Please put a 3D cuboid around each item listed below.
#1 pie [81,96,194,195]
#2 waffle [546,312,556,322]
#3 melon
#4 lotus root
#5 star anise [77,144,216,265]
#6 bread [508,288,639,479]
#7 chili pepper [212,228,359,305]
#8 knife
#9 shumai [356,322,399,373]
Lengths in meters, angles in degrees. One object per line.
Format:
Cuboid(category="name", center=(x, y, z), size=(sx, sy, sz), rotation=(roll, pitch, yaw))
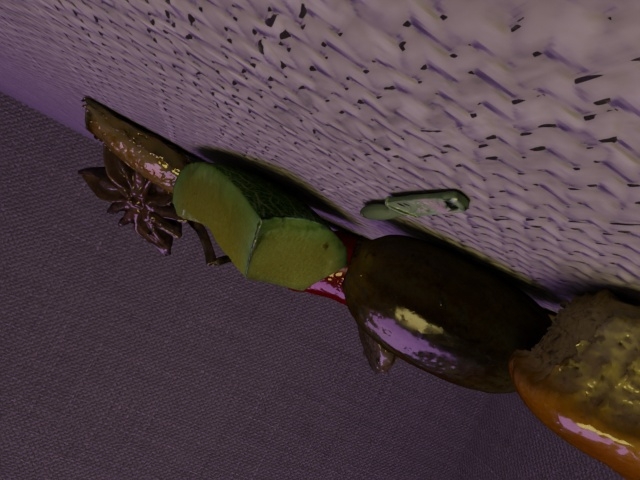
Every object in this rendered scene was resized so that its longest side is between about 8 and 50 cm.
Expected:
Cuboid(category="pie", center=(-0.309, -0.150, 0.840), size=(0.282, 0.068, 0.129), rotation=(37, 157, -13))
Cuboid(category="waffle", center=(0.357, 0.158, 0.537), size=(0.168, 0.057, 0.274), rotation=(29, 175, -38))
Cuboid(category="melon", center=(-0.121, -0.044, 0.679), size=(0.323, 0.124, 0.196), rotation=(31, 179, 41))
Cuboid(category="lotus root", center=(0.134, 0.078, 0.490), size=(0.241, 0.124, 0.123), rotation=(26, -164, -2))
Cuboid(category="star anise", center=(-0.367, -0.096, 1.003), size=(0.350, 0.109, 0.292), rotation=(26, 138, 3))
Cuboid(category="bread", center=(0.267, 0.130, 0.333), size=(0.246, 0.121, 0.174), rotation=(24, 174, 15))
Cuboid(category="chili pepper", center=(-0.001, 0.034, 0.803), size=(0.339, 0.131, 0.134), rotation=(22, -160, 13))
Cuboid(category="knife", center=(0.066, -0.029, 0.392), size=(0.030, 0.014, 0.207), rotation=(28, 175, -13))
Cuboid(category="shumai", center=(0.232, 0.194, 1.281), size=(0.267, 0.263, 0.314), rotation=(91, 166, -47))
